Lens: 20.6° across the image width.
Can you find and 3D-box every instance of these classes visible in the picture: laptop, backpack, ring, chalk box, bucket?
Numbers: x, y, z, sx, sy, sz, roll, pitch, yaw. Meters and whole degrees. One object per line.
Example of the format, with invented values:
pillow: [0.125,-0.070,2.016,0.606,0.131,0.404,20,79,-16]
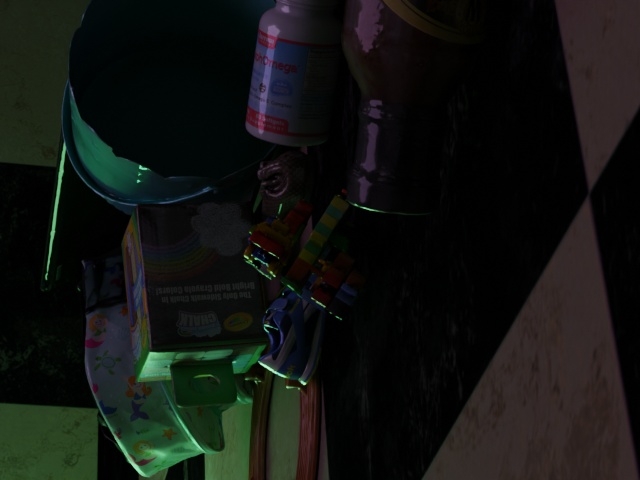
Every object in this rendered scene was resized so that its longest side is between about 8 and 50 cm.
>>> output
laptop: [-0.310,-0.184,2.769,0.236,0.408,0.382,43,137,30]
backpack: [-0.185,0.142,2.070,0.253,0.191,0.225,-92,-18,-51]
ring: [-0.052,0.213,1.882,0.336,0.032,0.336,-176,90,-78]
chalk box: [-0.135,0.078,1.899,0.132,0.132,0.213,126,140,-68]
bucket: [-0.164,-0.159,2.017,0.183,0.281,0.281,114,157,-65]

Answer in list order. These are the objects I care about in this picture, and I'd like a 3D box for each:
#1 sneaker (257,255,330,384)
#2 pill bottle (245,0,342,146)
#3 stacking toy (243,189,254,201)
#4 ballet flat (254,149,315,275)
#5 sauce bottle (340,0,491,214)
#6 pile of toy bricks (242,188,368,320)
sneaker: [-0.024,0.067,1.732,0.053,0.059,0.144,128,153,-70]
pill bottle: [-0.023,-0.181,1.762,0.087,0.087,0.160,-119,35,-68]
stacking toy: [-0.163,0.002,2.257,0.330,0.141,0.141,102,166,-46]
ballet flat: [-0.059,-0.031,1.939,0.250,0.058,0.084,122,151,-64]
sauce bottle: [0.074,-0.192,1.278,0.111,0.111,0.344,-127,42,-72]
pile of toy bricks: [0.000,0.000,1.613,0.105,0.118,0.212,-58,-6,-3]
